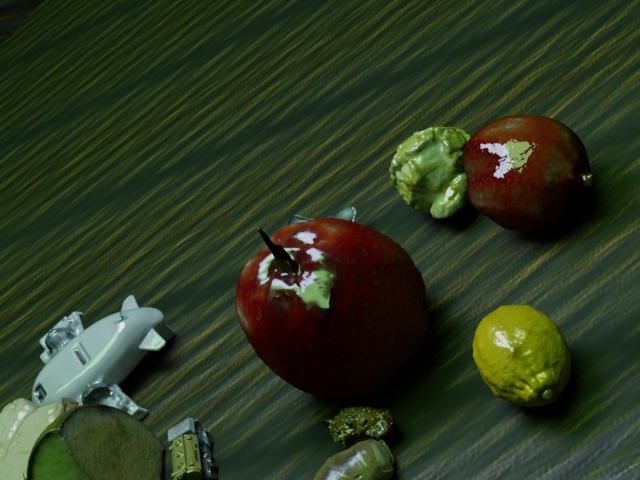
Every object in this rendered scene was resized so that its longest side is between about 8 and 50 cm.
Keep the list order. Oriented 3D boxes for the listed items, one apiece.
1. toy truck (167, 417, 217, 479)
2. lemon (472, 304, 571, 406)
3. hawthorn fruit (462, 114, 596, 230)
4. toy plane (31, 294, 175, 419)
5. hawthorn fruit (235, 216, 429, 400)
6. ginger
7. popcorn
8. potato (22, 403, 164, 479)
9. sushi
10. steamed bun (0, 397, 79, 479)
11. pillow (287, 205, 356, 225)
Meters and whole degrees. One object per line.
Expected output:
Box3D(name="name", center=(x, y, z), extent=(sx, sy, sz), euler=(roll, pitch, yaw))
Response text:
Box3D(name="toy truck", center=(-0.183, 0.302, 1.928), extent=(0.052, 0.063, 0.123), euler=(-32, 33, 11))
Box3D(name="lemon", center=(0.245, 0.141, 1.669), extent=(0.114, 0.114, 0.155), euler=(-36, 32, 2))
Box3D(name="hawthorn fruit", center=(0.293, -0.096, 1.882), extent=(0.188, 0.169, 0.169), euler=(-5, 45, 42))
Box3D(name="toy plane", center=(-0.346, 0.195, 2.174), extent=(0.252, 0.118, 0.252), euler=(-12, 55, 18))
Box3D(name="hawthorn fruit", center=(0.003, 0.065, 1.825), extent=(0.254, 0.300, 0.254), euler=(-24, 38, 20))
Box3D(name="ginger", center=(0.025, 0.319, 1.703), extent=(0.095, 0.069, 0.190), euler=(16, 55, 21))
Box3D(name="popcorn", center=(0.170, -0.105, 2.024), extent=(0.135, 0.141, 0.162), euler=(-8, 52, 36))
Box3D(name="potato", center=(-0.292, 0.348, 1.911), extent=(0.112, 0.269, 0.255), euler=(-29, 6, 14))
Box3D(name="sushi", center=(0.052, 0.238, 1.785), extent=(0.118, 0.060, 0.061), euler=(-18, 42, 30))
Box3D(name="steamed bun", center=(-0.453, 0.368, 2.047), extent=(0.295, 0.137, 0.292), euler=(-42, 31, -18))
Box3D(name="pillow", center=(-0.002, -0.001, 2.138), extent=(0.135, 0.055, 0.091), euler=(-9, 45, 40))
